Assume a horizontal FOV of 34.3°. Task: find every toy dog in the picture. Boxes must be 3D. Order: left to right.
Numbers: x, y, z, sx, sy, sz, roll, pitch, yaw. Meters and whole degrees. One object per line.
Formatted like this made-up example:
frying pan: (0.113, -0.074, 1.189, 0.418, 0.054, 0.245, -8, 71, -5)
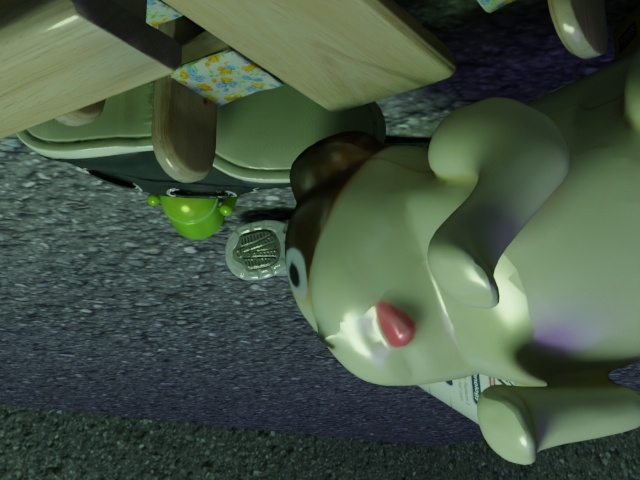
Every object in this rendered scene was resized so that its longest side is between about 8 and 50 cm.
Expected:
toy dog: (0.163, -0.020, 0.797, 0.408, 0.395, 0.284, -17, 123, 18)

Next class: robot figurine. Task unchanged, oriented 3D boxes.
robot figurine: (-0.148, -0.043, 1.206, 0.101, 0.067, 0.115, 9, 161, 9)

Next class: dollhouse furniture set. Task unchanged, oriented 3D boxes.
dollhouse furniture set: (-0.057, -0.142, 0.651, 0.362, 0.256, 0.394, -13, 157, 32)

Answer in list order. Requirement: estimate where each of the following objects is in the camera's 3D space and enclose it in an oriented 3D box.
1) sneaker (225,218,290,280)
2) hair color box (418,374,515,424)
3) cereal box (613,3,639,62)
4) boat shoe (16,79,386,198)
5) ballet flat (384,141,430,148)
sneaker: (0.000, 0.000, 1.332, 0.232, 0.090, 0.115, -5, 177, 10)
hair color box: (0.132, 0.065, 1.104, 0.105, 0.174, 0.347, -24, -150, -27)
cereal box: (0.390, -0.183, 0.852, 0.240, 0.047, 0.173, 3, 162, -10)
boat shoe: (-0.107, -0.096, 0.974, 0.340, 0.127, 0.113, -1, 162, 5)
ballet flat: (0.051, -0.076, 1.122, 0.188, 0.070, 0.070, 0, 160, -1)
